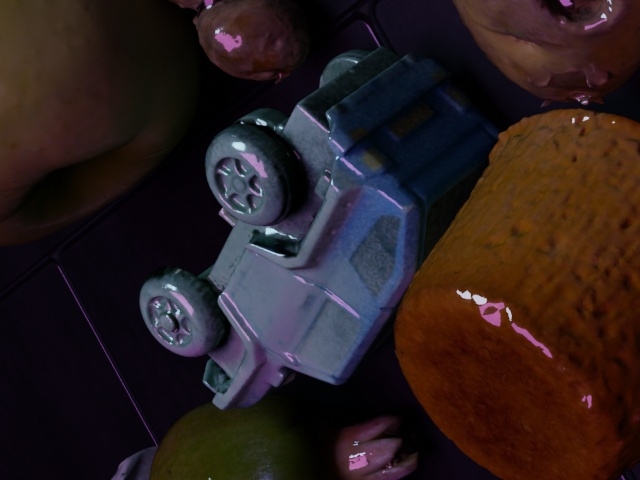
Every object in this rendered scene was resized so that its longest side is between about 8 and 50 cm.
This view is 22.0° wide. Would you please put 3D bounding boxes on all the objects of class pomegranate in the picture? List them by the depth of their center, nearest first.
[{"bbox_3d":[-0.022,0.187,1.232,0.210,0.180,0.180,-26,91,21],"label":"pomegranate"}]

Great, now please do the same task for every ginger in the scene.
[{"bbox_3d":[-0.078,-0.197,1.130,0.104,0.080,0.204,-30,86,45],"label":"ginger"}]

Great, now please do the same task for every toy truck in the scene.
[{"bbox_3d":[0.000,0.000,1.102,0.156,0.155,0.279,42,137,12],"label":"toy truck"}]

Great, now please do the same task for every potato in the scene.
[{"bbox_3d":[0.126,-0.203,0.855,0.191,0.141,0.296,45,151,41],"label":"potato"}]

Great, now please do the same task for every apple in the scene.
[{"bbox_3d":[-0.231,-0.130,1.212,0.279,0.279,0.279,25,128,37],"label":"apple"}]

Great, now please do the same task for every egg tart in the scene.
[{"bbox_3d":[0.149,0.044,0.951,0.215,0.171,0.215,32,147,24],"label":"egg tart"}]

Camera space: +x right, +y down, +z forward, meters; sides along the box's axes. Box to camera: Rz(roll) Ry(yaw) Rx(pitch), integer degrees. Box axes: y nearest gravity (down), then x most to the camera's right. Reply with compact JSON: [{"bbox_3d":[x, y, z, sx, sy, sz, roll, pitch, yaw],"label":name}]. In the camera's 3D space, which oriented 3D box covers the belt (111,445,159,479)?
[{"bbox_3d":[-0.112,0.272,1.391,0.201,0.128,0.124,50,138,17],"label":"belt"}]
